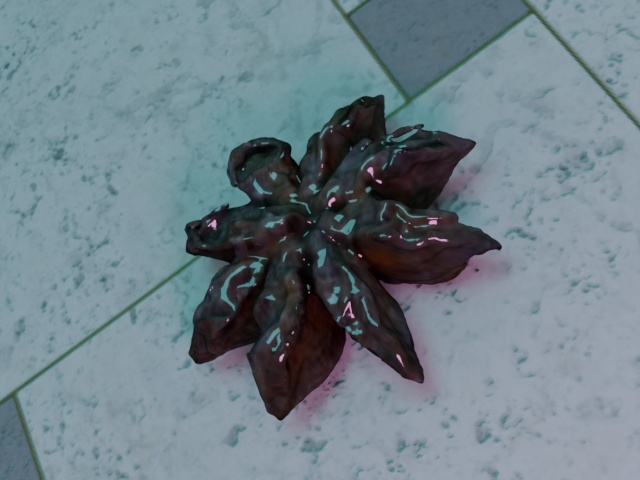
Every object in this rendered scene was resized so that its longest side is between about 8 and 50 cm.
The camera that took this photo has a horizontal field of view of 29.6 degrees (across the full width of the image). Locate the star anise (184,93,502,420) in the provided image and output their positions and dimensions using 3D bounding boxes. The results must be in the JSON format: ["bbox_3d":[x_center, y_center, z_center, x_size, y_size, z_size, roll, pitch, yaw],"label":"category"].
[{"bbox_3d":[0.000,0.002,1.086,0.332,0.117,0.331,-17,55,27],"label":"star anise"}]
